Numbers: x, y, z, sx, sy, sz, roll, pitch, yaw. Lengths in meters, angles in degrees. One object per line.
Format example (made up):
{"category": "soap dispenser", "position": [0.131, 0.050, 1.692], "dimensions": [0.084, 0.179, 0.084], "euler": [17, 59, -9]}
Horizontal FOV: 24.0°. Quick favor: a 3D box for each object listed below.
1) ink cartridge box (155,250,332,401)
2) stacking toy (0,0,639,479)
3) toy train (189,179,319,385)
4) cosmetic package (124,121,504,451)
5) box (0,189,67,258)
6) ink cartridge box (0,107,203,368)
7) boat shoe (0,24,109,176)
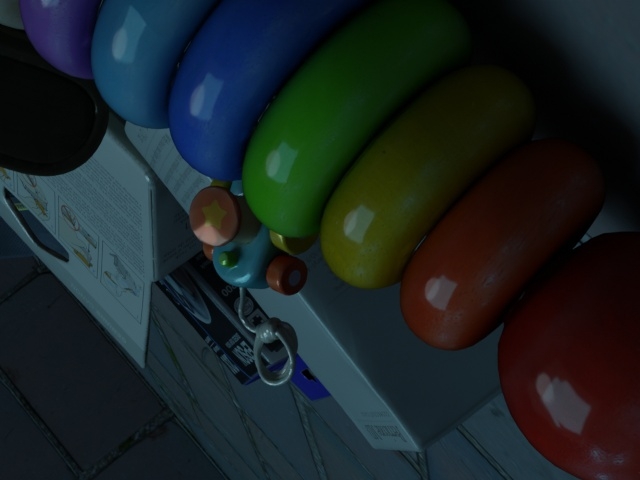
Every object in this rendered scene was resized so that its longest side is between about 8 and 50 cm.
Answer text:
{"category": "ink cartridge box", "position": [-0.072, 0.070, 1.301], "dimensions": [0.208, 0.045, 0.206], "euler": [47, 167, 1]}
{"category": "stacking toy", "position": [0.023, -0.043, 0.551], "dimensions": [0.330, 0.141, 0.141], "euler": [42, 165, 11]}
{"category": "toy train", "position": [0.000, -0.011, 0.665], "dimensions": [0.046, 0.166, 0.125], "euler": [8, -129, -47]}
{"category": "cosmetic package", "position": [0.000, 0.000, 0.798], "dimensions": [0.231, 0.085, 0.117], "euler": [53, 168, 0]}
{"category": "box", "position": [-0.270, -0.071, 1.367], "dimensions": [0.233, 0.059, 0.183], "euler": [-3, 130, 40]}
{"category": "ink cartridge box", "position": [-0.205, -0.077, 1.182], "dimensions": [0.296, 0.066, 0.261], "euler": [44, 152, 21]}
{"category": "boat shoe", "position": [-0.273, -0.133, 0.892], "dimensions": [0.307, 0.110, 0.104], "euler": [29, -160, -28]}
